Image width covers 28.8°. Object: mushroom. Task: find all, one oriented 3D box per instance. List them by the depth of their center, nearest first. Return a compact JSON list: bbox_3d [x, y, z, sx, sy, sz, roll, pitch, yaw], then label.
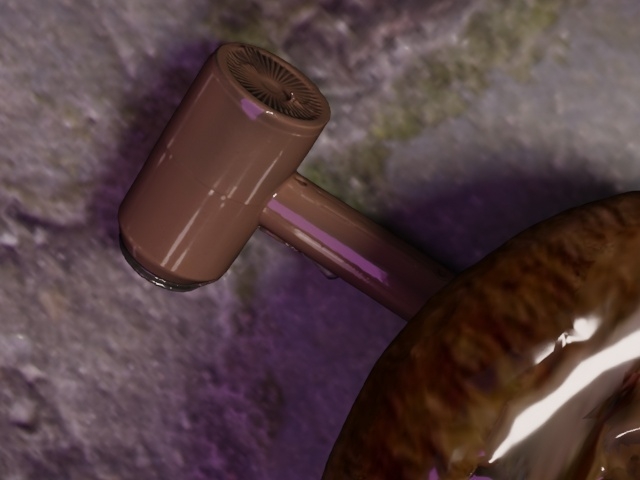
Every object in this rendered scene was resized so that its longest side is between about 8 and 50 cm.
[{"bbox_3d":[0.125,0.136,0.503,0.263,0.283,0.195,7,155,-4],"label":"mushroom"}]

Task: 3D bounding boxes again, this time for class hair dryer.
[{"bbox_3d":[0.000,0.000,0.595,0.181,0.064,0.117,33,118,-3],"label":"hair dryer"}]
